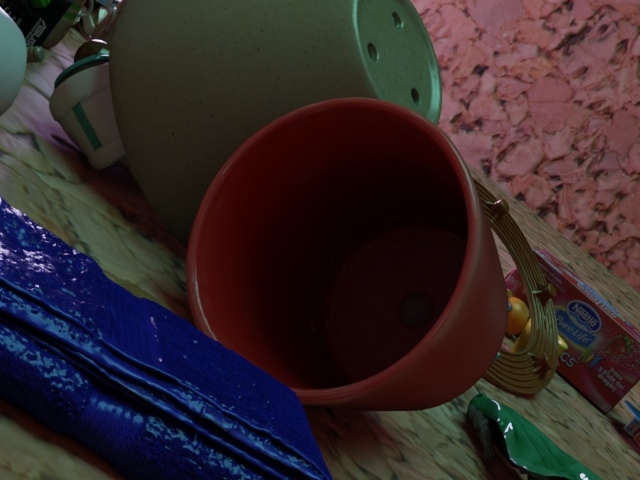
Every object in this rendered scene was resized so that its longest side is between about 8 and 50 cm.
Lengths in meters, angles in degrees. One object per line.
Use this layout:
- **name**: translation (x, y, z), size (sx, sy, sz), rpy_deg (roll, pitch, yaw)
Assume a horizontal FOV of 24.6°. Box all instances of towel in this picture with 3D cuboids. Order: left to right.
- **towel**: translation (-0.127, 0.085, 1.037), size (0.308, 0.076, 0.228), rpy_deg (35, 14, -19)

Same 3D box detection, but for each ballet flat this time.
- **ballet flat**: translation (-0.322, -0.306, 1.949), size (0.188, 0.070, 0.070), rpy_deg (22, 21, -50)
- **ballet flat**: translation (-0.140, -0.098, 1.608), size (0.139, 0.139, 0.400), rpy_deg (45, 18, 26)

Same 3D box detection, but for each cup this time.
- **cup**: translation (-0.017, -0.152, 1.493), size (0.331, 0.237, 0.331), rpy_deg (35, 47, -48)

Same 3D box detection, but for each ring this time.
- **ring**: translation (0.234, 0.048, 1.993), size (0.336, 0.032, 0.337), rpy_deg (36, 39, -37)

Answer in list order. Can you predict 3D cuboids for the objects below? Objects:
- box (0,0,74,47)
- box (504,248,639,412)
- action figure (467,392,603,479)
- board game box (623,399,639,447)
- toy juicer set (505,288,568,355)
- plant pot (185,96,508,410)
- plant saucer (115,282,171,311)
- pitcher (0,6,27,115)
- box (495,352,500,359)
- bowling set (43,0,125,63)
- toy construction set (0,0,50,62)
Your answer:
- **box**: translation (-0.332, -0.320, 1.649), size (0.147, 0.180, 0.077), rpy_deg (37, 11, -15)
- **box**: translation (0.398, 0.137, 2.299), size (0.257, 0.122, 0.128), rpy_deg (42, 11, 13)
- **action figure**: translation (0.217, 0.225, 1.583), size (0.137, 0.063, 0.232), rpy_deg (29, 8, -27)
- **board game box**: translation (0.507, 0.313, 2.210), size (0.169, 0.033, 0.133), rpy_deg (47, 8, 13)
- **toy juicer set**: translation (0.213, 0.049, 2.152), size (0.329, 0.089, 0.209), rpy_deg (35, 13, -19)
- **plant pot**: translation (0.050, 0.039, 1.345), size (0.275, 0.275, 0.243), rpy_deg (46, 4, 29)
- **plant saucer**: translation (-0.143, 0.063, 1.219), size (0.083, 0.013, 0.083), rpy_deg (38, 12, -10)
- **pitcher**: translation (-0.362, -0.170, 1.202), size (0.207, 0.125, 0.178), rpy_deg (14, 11, -40)
- **box**: translation (0.116, 0.113, 1.694), size (0.100, 0.060, 0.244), rpy_deg (45, 13, 25)
- **bowling set**: translation (-0.267, -0.291, 1.802), size (0.200, 0.154, 0.287), rpy_deg (47, 14, 32)
- **toy construction set**: translation (-0.422, -0.346, 1.450), size (0.309, 0.237, 0.257), rpy_deg (63, 28, -63)
